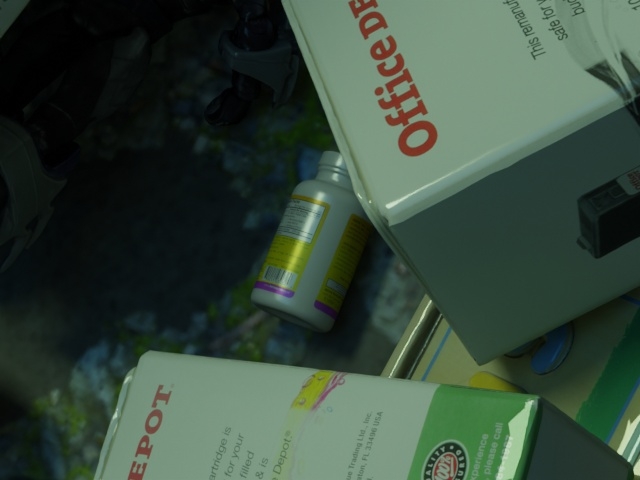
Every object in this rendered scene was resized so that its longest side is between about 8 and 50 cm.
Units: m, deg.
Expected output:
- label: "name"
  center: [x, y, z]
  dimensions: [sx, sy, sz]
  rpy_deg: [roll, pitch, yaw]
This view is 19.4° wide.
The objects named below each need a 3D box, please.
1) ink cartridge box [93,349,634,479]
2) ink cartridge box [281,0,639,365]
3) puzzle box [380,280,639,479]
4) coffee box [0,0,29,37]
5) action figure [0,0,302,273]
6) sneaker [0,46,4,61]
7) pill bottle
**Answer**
- label: "ink cartridge box"
  center: [0.002, 0.137, 0.768]
  dimensions: [0.212, 0.093, 0.154]
  rpy_deg: [4, 69, 38]
- label: "ink cartridge box"
  center: [0.137, -0.099, 0.807]
  dimensions: [0.273, 0.114, 0.197]
  rpy_deg: [-27, 43, 7]
- label: "puzzle box"
  center: [0.078, 0.203, 0.774]
  dimensions: [0.272, 0.052, 0.409]
  rpy_deg: [23, 82, 43]
- label: "coffee box"
  center: [-0.277, -0.293, 0.836]
  dimensions: [0.338, 0.338, 0.334]
  rpy_deg: [17, 66, 44]
- label: "action figure"
  center: [-0.114, -0.105, 0.971]
  dimensions: [0.185, 0.099, 0.285]
  rpy_deg: [32, 72, 34]
- label: "sneaker"
  center: [-0.258, -0.078, 1.035]
  dimensions: [0.161, 0.075, 0.057]
  rpy_deg: [-29, 64, 12]
- label: "pill bottle"
  center: [0.000, 0.000, 0.916]
  dimensions: [0.043, 0.043, 0.083]
  rpy_deg: [18, 80, 27]
